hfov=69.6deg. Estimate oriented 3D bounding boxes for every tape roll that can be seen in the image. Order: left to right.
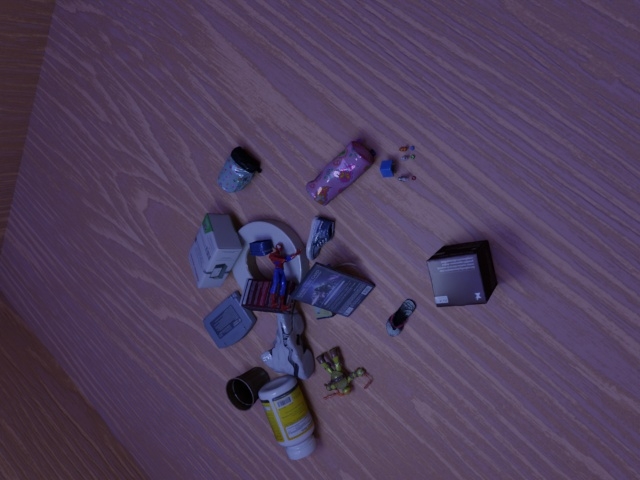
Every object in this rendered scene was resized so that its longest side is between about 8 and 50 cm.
[{"bbox_3d":[-0.229,0.098,2.037,0.391,0.072,0.393,8,106,28],"label":"tape roll"}]

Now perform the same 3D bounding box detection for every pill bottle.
[{"bbox_3d":[-0.141,0.805,2.099,0.187,0.188,0.334,-20,92,33],"label":"pill bottle"}]

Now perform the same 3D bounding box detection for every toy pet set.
[{"bbox_3d":[0.275,-0.269,1.648,0.114,0.065,0.122,0,102,31],"label":"toy pet set"}]

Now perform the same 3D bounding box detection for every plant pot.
[{"bbox_3d":[-0.335,0.697,2.199,0.166,0.165,0.167,8,106,29],"label":"plant pot"}]

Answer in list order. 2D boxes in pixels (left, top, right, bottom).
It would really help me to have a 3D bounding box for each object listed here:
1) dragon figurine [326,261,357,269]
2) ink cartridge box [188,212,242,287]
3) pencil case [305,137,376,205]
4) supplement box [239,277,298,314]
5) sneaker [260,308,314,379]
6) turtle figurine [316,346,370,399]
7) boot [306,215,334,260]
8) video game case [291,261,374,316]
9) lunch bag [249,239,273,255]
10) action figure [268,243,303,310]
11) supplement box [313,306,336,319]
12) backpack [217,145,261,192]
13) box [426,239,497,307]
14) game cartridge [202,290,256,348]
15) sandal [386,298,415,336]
[{"bbox_3d":[0.021,0.151,1.893,0.289,0.144,0.085,-37,81,13],"label":"dragon figurine"},{"bbox_3d":[-0.483,0.050,2.085,0.289,0.121,0.211,-54,49,38],"label":"ink cartridge box"},{"bbox_3d":[0.073,-0.256,1.743,0.284,0.124,0.124,-41,81,32],"label":"pencil case"},{"bbox_3d":[-0.217,0.234,1.948,0.239,0.073,0.131,1,67,31],"label":"supplement box"},{"bbox_3d":[-0.173,0.449,2.040,0.210,0.137,0.366,-7,109,31],"label":"sneaker"},{"bbox_3d":[0.065,0.583,1.978,0.269,0.087,0.218,-34,85,33],"label":"turtle figurine"},{"bbox_3d":[0.000,0.000,1.876,0.086,0.069,0.190,18,109,29],"label":"boot"},{"bbox_3d":[0.049,0.199,1.819,0.274,0.026,0.196,23,122,-24],"label":"video game case"},{"bbox_3d":[-0.254,0.035,1.954,0.098,0.067,0.065,-5,100,32],"label":"lunch bag"},{"bbox_3d":[-0.141,0.125,1.851,0.139,0.091,0.281,-30,54,34],"label":"action figure"},{"bbox_3d":[0.018,0.282,1.946,0.083,0.056,0.083,-15,94,33],"label":"supplement box"},{"bbox_3d":[-0.362,-0.294,1.990,0.152,0.115,0.182,46,123,10],"label":"backpack"},{"bbox_3d":[0.478,0.109,1.544,0.168,0.203,0.167,-10,97,31],"label":"box"},{"bbox_3d":[-0.443,0.401,2.254,0.297,0.062,0.198,-40,86,32],"label":"game cartridge"},{"bbox_3d":[0.305,0.303,1.792,0.067,0.040,0.179,37,118,18],"label":"sandal"}]
